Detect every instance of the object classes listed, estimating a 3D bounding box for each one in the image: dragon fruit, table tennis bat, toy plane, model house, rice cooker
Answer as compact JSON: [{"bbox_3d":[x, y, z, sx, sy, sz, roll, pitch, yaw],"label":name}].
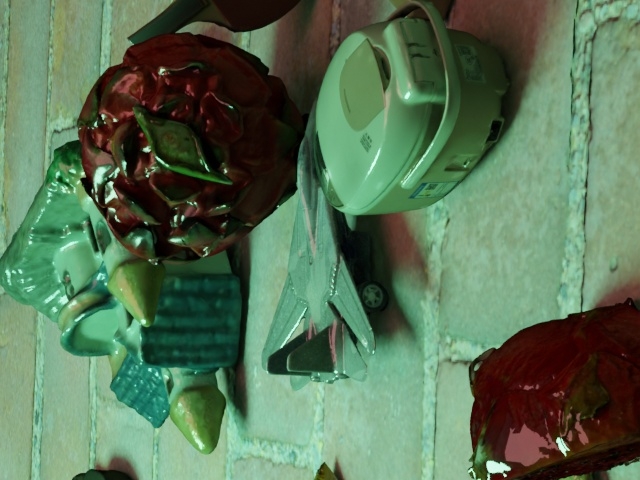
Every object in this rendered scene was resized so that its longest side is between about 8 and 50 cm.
[{"bbox_3d":[0.185,0.106,1.322,0.161,0.127,0.121,-32,68,58],"label":"dragon fruit"},{"bbox_3d":[-0.097,-0.257,1.819,0.220,0.130,0.019,-38,9,3],"label":"table tennis bat"},{"bbox_3d":[0.010,0.002,1.705,0.212,0.088,0.267,-16,66,60],"label":"toy plane"},{"bbox_3d":[-0.195,0.088,1.969,0.267,0.194,0.325,-56,44,44],"label":"model house"},{"bbox_3d":[-0.123,-0.081,1.794,0.293,0.233,0.234,58,-152,-75],"label":"dragon fruit"},{"bbox_3d":[0.070,-0.105,1.552,0.206,0.127,0.145,-46,49,46],"label":"rice cooker"}]

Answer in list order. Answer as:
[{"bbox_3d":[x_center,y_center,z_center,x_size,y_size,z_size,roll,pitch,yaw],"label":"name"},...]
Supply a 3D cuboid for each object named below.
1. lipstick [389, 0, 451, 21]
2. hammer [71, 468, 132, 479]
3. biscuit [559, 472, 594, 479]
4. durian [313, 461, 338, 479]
[{"bbox_3d":[0.104,-0.263,1.586,0.045,0.045,0.145,54,134,48],"label":"lipstick"},{"bbox_3d":[-0.253,0.492,2.187,0.168,0.044,0.440,-15,74,62],"label":"hammer"},{"bbox_3d":[0.177,0.226,1.429,0.071,0.018,0.147,-113,36,-44],"label":"biscuit"},{"bbox_3d":[-0.021,0.317,1.721,0.078,0.140,0.224,81,-156,-61],"label":"durian"}]
